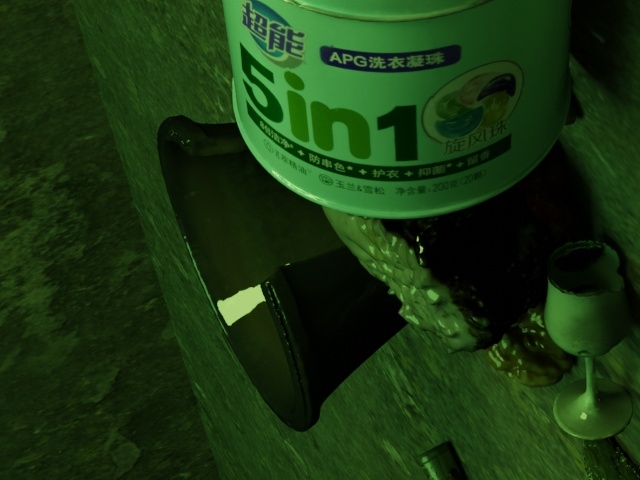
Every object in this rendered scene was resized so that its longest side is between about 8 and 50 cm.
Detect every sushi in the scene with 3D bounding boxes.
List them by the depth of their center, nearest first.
[{"bbox_3d":[0.116,-0.028,1.778,0.343,0.182,0.196,45,160,58],"label":"sushi"}]

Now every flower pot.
[{"bbox_3d":[0.000,0.000,2.090,0.379,0.251,0.379,57,163,28],"label":"flower pot"}]

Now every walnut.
[{"bbox_3d":[0.189,0.075,1.884,0.170,0.069,0.143,60,164,15],"label":"walnut"}]

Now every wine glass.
[{"bbox_3d":[0.243,0.091,1.677,0.079,0.079,0.195,54,162,43],"label":"wine glass"}]

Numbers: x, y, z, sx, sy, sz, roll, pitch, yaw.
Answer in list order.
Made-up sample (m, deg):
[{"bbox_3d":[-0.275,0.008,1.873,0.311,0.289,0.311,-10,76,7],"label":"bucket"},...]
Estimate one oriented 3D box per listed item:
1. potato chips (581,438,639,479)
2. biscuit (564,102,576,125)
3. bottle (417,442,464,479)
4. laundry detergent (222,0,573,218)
[{"bbox_3d":[0.299,0.247,1.845,0.209,0.026,0.142,68,164,-8],"label":"potato chips"},{"bbox_3d":[0.196,-0.141,1.606,0.082,0.016,0.092,-130,21,-63],"label":"biscuit"},{"bbox_3d":[0.167,0.317,2.415,0.101,0.047,0.063,63,175,7],"label":"bottle"},{"bbox_3d":[0.058,-0.219,1.430,0.287,0.287,0.305,57,164,34],"label":"laundry detergent"}]
